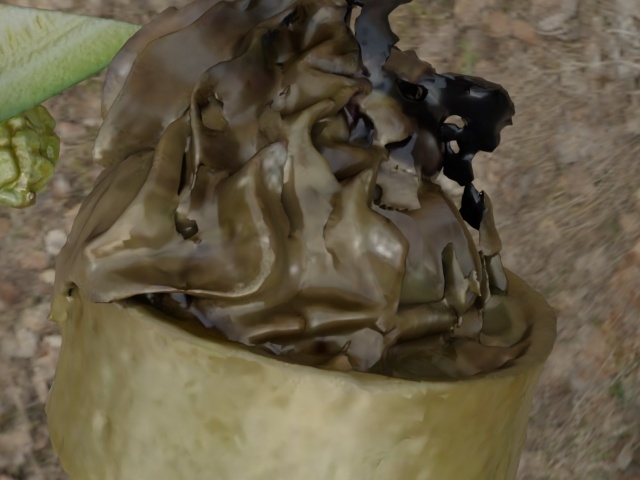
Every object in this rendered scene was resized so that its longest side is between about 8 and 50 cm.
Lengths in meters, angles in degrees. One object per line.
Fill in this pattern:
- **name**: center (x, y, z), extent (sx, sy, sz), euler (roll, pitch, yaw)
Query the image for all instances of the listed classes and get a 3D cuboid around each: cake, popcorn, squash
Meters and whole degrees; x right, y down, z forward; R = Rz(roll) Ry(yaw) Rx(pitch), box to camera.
- **cake**: center (0.001, 0.003, 0.951), extent (0.332, 0.332, 0.321), euler (16, 108, 18)
- **popcorn**: center (-0.405, -0.111, 1.785), extent (0.185, 0.187, 0.167), euler (-26, 58, 34)
- **squash**: center (-0.348, -0.237, 1.593), extent (0.111, 0.288, 0.203), euler (11, 132, 57)
